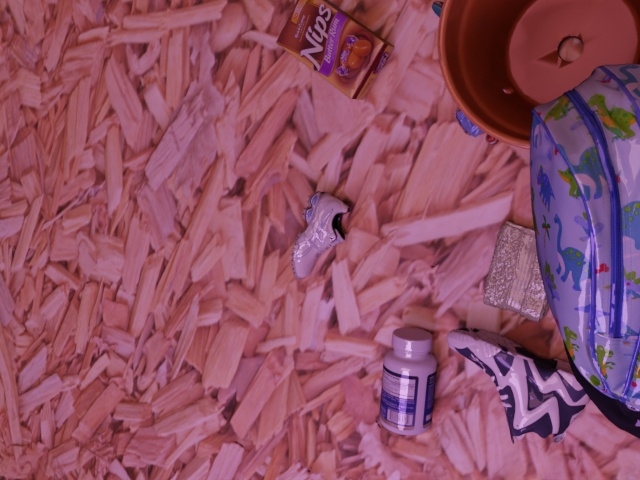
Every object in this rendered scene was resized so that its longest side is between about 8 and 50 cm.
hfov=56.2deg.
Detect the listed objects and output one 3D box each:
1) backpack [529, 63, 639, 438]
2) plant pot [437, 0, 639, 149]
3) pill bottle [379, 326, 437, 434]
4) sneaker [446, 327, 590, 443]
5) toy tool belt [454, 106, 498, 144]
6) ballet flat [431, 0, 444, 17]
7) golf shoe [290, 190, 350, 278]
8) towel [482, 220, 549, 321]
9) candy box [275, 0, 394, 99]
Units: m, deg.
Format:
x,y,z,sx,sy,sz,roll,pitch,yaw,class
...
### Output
x,y,z,sx,sy,sz,roll,pitch,yaw,class
0.342,-0.010,0.635,0.273,0.290,0.356,9,127,6,backpack
0.326,-0.270,0.807,0.290,0.203,0.291,5,102,27,plant pot
0.155,0.244,1.053,0.094,0.094,0.170,9,103,27,pill bottle
0.302,0.246,0.972,0.234,0.094,0.153,19,99,14,sneaker
0.248,-0.186,0.951,0.052,0.051,0.083,-41,79,28,toy tool belt
0.227,-0.347,0.947,0.114,0.041,0.041,48,117,13,ballet flat
0.000,0.000,1.113,0.086,0.069,0.176,22,110,17,golf shoe
0.325,0.050,0.965,0.110,0.027,0.148,18,107,26,towel
0.022,-0.343,1.047,0.186,0.053,0.109,41,116,18,candy box
